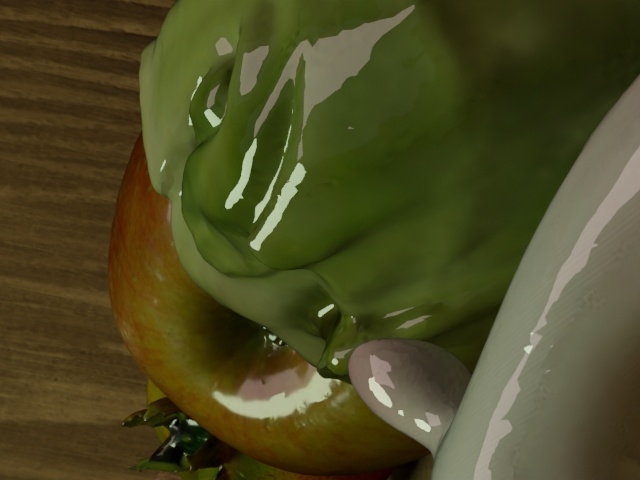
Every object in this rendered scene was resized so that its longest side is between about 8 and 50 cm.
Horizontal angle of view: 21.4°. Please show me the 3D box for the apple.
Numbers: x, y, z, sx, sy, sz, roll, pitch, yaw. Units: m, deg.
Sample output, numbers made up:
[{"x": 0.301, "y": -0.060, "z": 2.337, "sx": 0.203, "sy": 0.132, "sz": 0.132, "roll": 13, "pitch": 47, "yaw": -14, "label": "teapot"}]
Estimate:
[{"x": 0.000, "y": 0.000, "z": 1.042, "sx": 0.301, "sy": 0.301, "sz": 0.302, "roll": -168, "pitch": 90, "yaw": -79, "label": "apple"}]

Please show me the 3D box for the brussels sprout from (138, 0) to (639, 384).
[{"x": 0.102, "y": -0.071, "z": 0.648, "sx": 0.328, "sy": 0.328, "sz": 0.247, "roll": 118, "pitch": 151, "yaw": -56, "label": "brussels sprout"}]

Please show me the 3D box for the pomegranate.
[{"x": -0.038, "y": 0.113, "z": 1.279, "sx": 0.256, "sy": 0.221, "sz": 0.221, "roll": -25, "pitch": -35, "yaw": -44, "label": "pomegranate"}]

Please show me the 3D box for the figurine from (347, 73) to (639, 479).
[{"x": 0.141, "y": 0.096, "z": 0.498, "sx": 0.315, "sy": 0.284, "sz": 0.206, "roll": -36, "pitch": 27, "yaw": 38, "label": "figurine"}]
